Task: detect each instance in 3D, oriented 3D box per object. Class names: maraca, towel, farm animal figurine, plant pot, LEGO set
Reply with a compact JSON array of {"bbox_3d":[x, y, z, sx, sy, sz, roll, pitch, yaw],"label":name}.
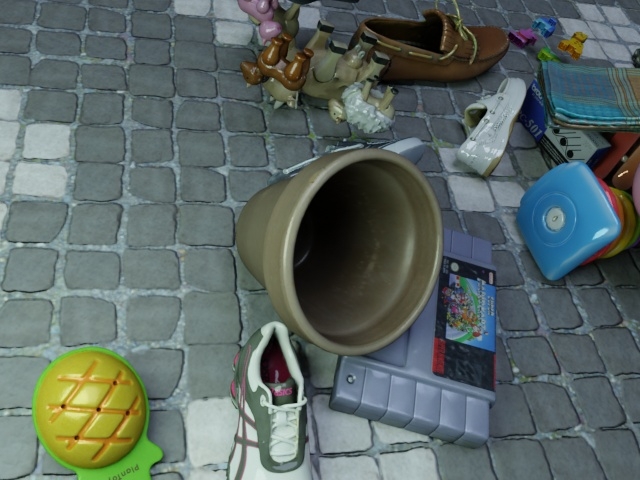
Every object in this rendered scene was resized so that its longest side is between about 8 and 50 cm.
[{"bbox_3d":[-0.259,0.216,0.731,0.127,0.099,0.186,-24,90,-27],"label":"maraca"},{"bbox_3d":[0.600,-0.267,1.154,0.370,0.040,0.271,5,37,10],"label":"towel"},{"bbox_3d":[-0.027,-0.335,1.175,0.326,0.172,0.330,17,42,-19],"label":"farm animal figurine"},{"bbox_3d":[0.000,0.000,0.858,0.263,0.263,0.229,-25,22,-30],"label":"plant pot"},{"bbox_3d":[0.576,-0.468,1.488,0.093,0.087,0.227,-34,70,-33],"label":"LEGO set"}]

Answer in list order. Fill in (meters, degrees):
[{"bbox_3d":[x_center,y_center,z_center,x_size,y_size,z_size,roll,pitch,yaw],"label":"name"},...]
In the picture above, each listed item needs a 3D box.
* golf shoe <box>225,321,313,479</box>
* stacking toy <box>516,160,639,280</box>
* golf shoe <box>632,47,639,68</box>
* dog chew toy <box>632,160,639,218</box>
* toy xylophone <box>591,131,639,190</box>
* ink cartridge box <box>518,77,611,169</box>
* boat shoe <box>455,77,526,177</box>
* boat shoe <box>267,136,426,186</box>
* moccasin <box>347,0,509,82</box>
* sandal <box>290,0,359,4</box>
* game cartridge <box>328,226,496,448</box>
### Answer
[{"bbox_3d":[-0.061,0.233,0.759,0.105,0.120,0.273,-1,56,-19],"label":"golf shoe"},{"bbox_3d":[0.523,-0.034,1.123,0.301,0.175,0.166,2,56,-29],"label":"stacking toy"},{"bbox_3d":[0.839,-0.430,1.533,0.077,0.094,0.198,3,55,-15],"label":"golf shoe"},{"bbox_3d":[0.662,-0.073,1.051,0.331,0.206,0.207,13,43,-48],"label":"dog chew toy"},{"bbox_3d":[0.706,-0.176,1.242,0.322,0.236,0.081,32,14,16],"label":"toy xylophone"},{"bbox_3d":[0.490,-0.230,1.278,0.046,0.097,0.207,-14,59,-25],"label":"ink cartridge box"},{"bbox_3d":[0.338,-0.249,1.247,0.096,0.098,0.277,26,53,3],"label":"boat shoe"},{"bbox_3d":[0.048,-0.128,1.074,0.301,0.108,0.102,-27,67,-23],"label":"boat shoe"},{"bbox_3d":[0.241,-0.427,1.320,0.379,0.147,0.139,-4,55,-19],"label":"moccasin"},{"bbox_3d":[-0.011,-0.493,1.165,0.097,0.054,0.254,48,41,17],"label":"sandal"},{"bbox_3d":[0.155,0.115,0.950,0.230,0.068,0.355,14,52,-1],"label":"game cartridge"}]
